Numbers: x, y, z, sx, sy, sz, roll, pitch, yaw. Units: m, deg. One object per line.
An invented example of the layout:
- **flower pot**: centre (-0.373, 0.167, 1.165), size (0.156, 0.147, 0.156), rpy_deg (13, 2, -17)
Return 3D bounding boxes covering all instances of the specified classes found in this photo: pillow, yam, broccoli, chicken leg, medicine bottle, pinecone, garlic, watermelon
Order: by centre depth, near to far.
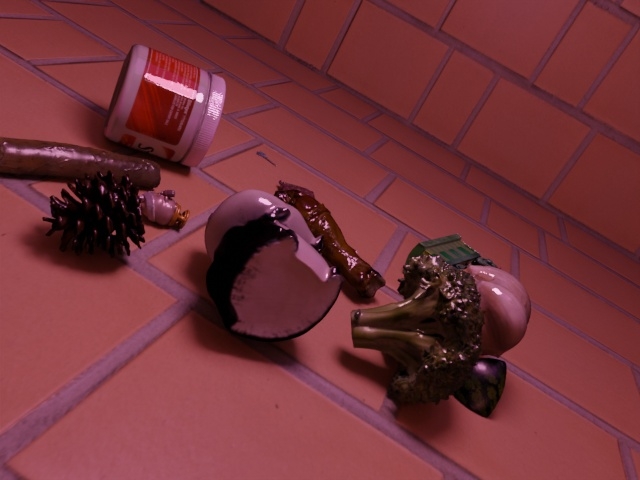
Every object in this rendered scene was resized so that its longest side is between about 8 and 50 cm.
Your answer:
- **pinecone**: centre (-0.406, -0.042, 1.082), size (0.165, 0.162, 0.163), rpy_deg (-11, 42, -26)
- **broccoli**: centre (0.205, 0.181, 1.197), size (0.235, 0.260, 0.288), rpy_deg (58, 18, -23)
- **yam**: centre (-0.512, -0.164, 1.289), size (0.372, 0.083, 0.083), rpy_deg (2, 36, -47)
- **watermelon**: centre (0.329, 0.304, 1.317), size (0.135, 0.125, 0.094), rpy_deg (18, -10, 19)
- **garlic**: centre (0.362, 0.144, 1.367), size (0.203, 0.185, 0.281), rpy_deg (58, -6, -3)
- **chicken leg**: centre (-0.007, -0.012, 1.465), size (0.361, 0.140, 0.212), rpy_deg (41, 18, 33)
- **medicine bottle**: centre (-0.397, -0.338, 1.536), size (0.241, 0.252, 0.252), rpy_deg (17, 27, -24)
- **pillow**: centre (-0.059, -0.114, 1.727), size (0.118, 0.043, 0.185), rpy_deg (15, 24, -16)

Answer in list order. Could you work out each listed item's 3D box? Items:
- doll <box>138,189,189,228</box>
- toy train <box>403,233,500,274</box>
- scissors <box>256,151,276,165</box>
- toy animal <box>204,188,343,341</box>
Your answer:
- **doll**: centre (-0.342, -0.078, 1.294), size (0.127, 0.084, 0.073), rpy_deg (27, 22, -24)
- **toy train**: centre (0.380, 0.083, 1.733), size (0.202, 0.120, 0.301), rpy_deg (37, 25, 26)
- **scissors**: centre (-0.169, -0.261, 1.935), size (0.083, 0.006, 0.036), rpy_deg (39, 24, 21)
- **toy animal**: centre (-0.115, 0.033, 1.168), size (0.251, 0.250, 0.310), rpy_deg (18, 14, -23)
